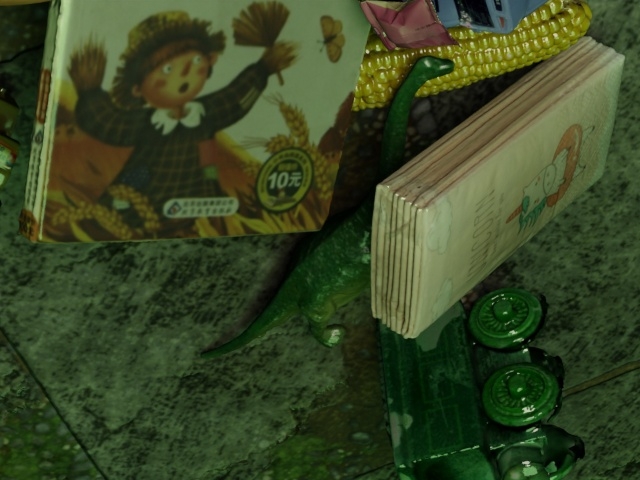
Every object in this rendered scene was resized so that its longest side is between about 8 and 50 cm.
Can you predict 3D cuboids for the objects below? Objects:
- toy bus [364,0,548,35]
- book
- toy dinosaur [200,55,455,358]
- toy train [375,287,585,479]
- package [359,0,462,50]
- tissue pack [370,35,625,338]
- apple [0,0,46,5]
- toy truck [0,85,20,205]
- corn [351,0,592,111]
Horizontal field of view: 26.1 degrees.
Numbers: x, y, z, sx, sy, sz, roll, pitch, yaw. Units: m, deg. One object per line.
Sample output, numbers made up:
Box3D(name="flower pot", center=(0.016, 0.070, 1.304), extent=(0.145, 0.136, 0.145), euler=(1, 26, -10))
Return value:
Box3D(name="toy bus", center=(0.170, -0.272, 1.177), extent=(0.292, 0.133, 0.125), euler=(-36, 135, -15))
Box3D(name="book", center=(-0.081, -0.202, 1.141), extent=(0.300, 0.039, 0.428), euler=(-3, 115, -35))
Box3D(name="toy dinosaur", center=(0.000, 0.000, 1.393), extent=(0.447, 0.087, 0.301), euler=(-30, 146, 18))
Box3D(name="toy train", center=(0.174, 0.173, 1.524), extent=(0.201, 0.266, 0.145), euler=(-15, 133, 9))
Box3D(name="package", center=(0.073, -0.177, 1.130), extent=(0.029, 0.083, 0.059), euler=(-56, 129, -22))
Box3D(name="tissue pack", center=(0.173, -0.056, 1.333), extent=(0.325, 0.071, 0.170), euler=(-37, 146, -35))
Box3D(name="apple", center=(-0.219, -0.329, 0.823), extent=(0.346, 0.391, 0.391), euler=(-29, 150, -51))
Box3D(name="toy truck", center=(-0.392, -0.109, 1.198), extent=(0.257, 0.127, 0.127), euler=(22, 105, -31))
Box3D(name="corn", center=(0.119, -0.190, 1.297), extent=(0.310, 0.101, 0.101), euler=(-18, 132, -2))
